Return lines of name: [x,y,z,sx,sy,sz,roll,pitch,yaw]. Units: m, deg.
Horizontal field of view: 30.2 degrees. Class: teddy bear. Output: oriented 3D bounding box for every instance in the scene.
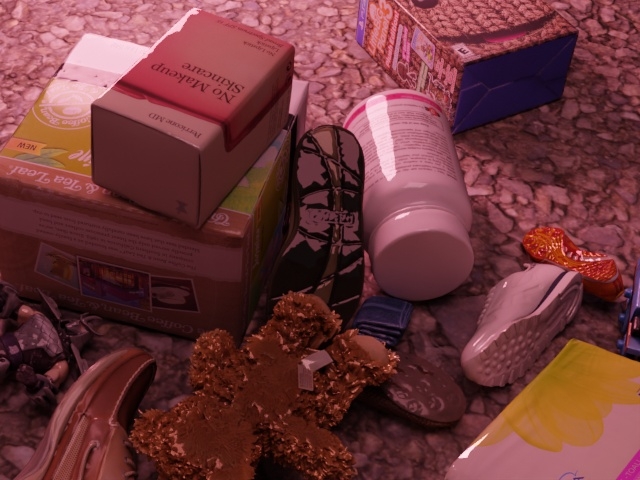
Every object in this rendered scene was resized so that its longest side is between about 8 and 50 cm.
teddy bear: [-0.057,0.185,1.354,0.245,0.113,0.338,26,46,3]

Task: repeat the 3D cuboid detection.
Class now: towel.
towel: [0.080,0.099,1.522,0.067,0.029,0.119,13,17,9]

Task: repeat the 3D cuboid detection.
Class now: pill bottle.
pill bottle: [0.121,-0.064,1.634,0.160,0.160,0.283,-1,44,-7]

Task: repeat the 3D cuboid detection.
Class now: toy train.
toy train: [0.436,0.089,1.547,0.080,0.105,0.184,14,45,9]

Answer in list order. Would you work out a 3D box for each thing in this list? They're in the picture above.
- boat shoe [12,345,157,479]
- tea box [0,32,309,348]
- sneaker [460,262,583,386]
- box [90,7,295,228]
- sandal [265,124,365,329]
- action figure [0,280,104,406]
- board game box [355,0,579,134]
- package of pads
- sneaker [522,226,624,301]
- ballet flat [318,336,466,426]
boat shoe: [-0.257,0.261,1.304,0.116,0.123,0.324,22,55,11]
tea box: [-0.214,-0.071,1.565,0.329,0.220,0.323,13,46,6]
sneaker: [0.246,0.106,1.540,0.095,0.090,0.235,23,42,36]
box: [-0.148,-0.151,1.406,0.149,0.127,0.232,23,46,13]
sandal: [0.002,-0.001,1.556,0.120,0.086,0.302,12,75,-6]
action figure: [-0.394,0.140,1.422,0.285,0.099,0.185,-17,43,-26]
board game box: [0.232,-0.336,1.938,0.232,0.141,0.291,-20,50,-24]
package of pads: [0.304,0.250,1.340,0.229,0.101,0.296,20,44,36]
sneaker: [0.343,0.036,1.634,0.064,0.067,0.175,-37,41,-12]
ballet flat: [0.059,0.172,1.469,0.250,0.058,0.084,19,50,7]
